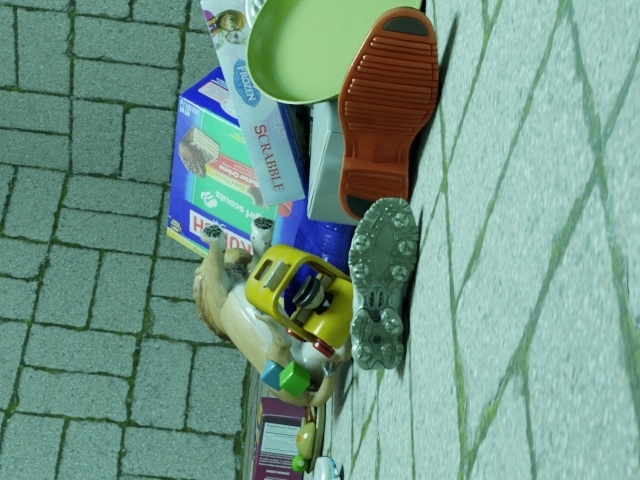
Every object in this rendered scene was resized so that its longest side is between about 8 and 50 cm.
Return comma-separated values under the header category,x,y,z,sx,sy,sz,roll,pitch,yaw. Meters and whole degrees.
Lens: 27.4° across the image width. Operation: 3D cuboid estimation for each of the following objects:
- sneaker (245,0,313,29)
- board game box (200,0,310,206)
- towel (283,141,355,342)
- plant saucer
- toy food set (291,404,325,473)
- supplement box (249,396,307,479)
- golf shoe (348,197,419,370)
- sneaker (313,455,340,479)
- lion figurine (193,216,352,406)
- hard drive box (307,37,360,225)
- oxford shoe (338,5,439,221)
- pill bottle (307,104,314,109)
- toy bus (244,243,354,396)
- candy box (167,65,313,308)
category,x,y,z,sx,sy,sz,roll,pitch,yaw
sneaker,-0.003,-0.411,1.699,0.150,0.135,0.365,25,-93,-82
board game box,-0.084,-0.264,1.879,0.318,0.066,0.318,-89,-14,-57
towel,0.000,0.000,1.925,0.227,0.076,0.308,-101,19,-75
plant saucer,0.022,-0.251,1.539,0.037,0.241,0.241,44,-140,-44
toy food set,-0.019,0.282,1.943,0.132,0.039,0.192,130,147,-80
supplement box,-0.070,0.362,2.144,0.104,0.081,0.188,-115,33,-80
golf shoe,0.059,0.042,1.339,0.086,0.069,0.176,-69,-12,-88
sneaker,-0.020,0.361,1.637,0.071,0.083,0.190,115,163,-77
lion figurine,-0.072,0.122,1.802,0.392,0.142,0.240,-122,26,-43
hard drive box,0.043,-0.163,1.626,0.181,0.089,0.232,105,171,-56
oxford shoe,0.066,-0.144,1.363,0.271,0.097,0.098,103,178,-46
pill bottle,0.015,-0.283,1.927,0.208,0.118,0.117,-89,9,-56
toy bus,-0.018,0.064,1.548,0.202,0.104,0.191,-40,25,36
candy box,-0.114,-0.086,2.187,0.122,0.268,0.317,-43,-26,-40
